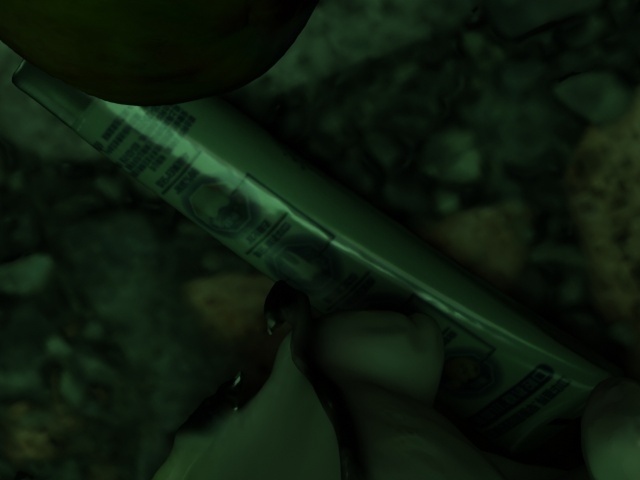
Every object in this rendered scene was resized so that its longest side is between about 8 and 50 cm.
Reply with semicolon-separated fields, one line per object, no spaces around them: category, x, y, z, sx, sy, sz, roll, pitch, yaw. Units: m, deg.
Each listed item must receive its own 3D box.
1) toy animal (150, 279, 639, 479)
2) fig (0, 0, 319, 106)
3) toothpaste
toy animal;0.067;0.125;0.485;0.249;0.174;0.289;1;160;44
fig;-0.096;-0.142;0.449;0.245;0.149;0.149;32;114;16
toothpaste;0.000;0.000;0.524;0.239;0.039;0.062;36;125;-12
